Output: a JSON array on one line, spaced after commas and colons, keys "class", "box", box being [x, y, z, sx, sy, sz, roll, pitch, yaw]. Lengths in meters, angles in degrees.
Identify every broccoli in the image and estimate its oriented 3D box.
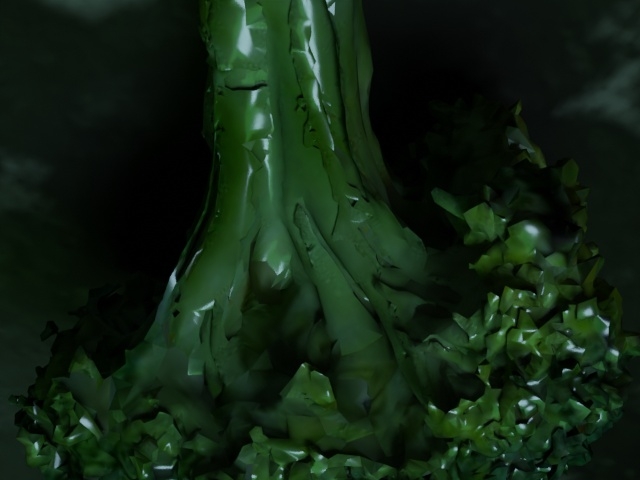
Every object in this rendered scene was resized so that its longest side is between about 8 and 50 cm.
[{"class": "broccoli", "box": [0.000, 0.000, 0.588, 0.220, 0.194, 0.194, 11, 151, 42]}]
